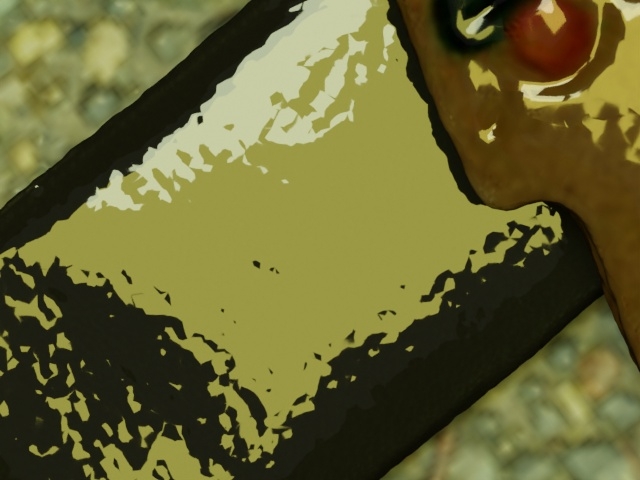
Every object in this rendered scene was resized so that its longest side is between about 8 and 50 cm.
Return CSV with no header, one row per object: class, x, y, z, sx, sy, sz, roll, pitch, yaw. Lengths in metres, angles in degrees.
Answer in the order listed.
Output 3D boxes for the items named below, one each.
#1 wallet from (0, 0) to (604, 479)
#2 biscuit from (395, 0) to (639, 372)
wallet,0.000,0.000,0.495,0.244,0.025,0.124,-40,89,2
biscuit,0.140,-0.049,0.451,0.301,0.043,0.278,19,98,-1
